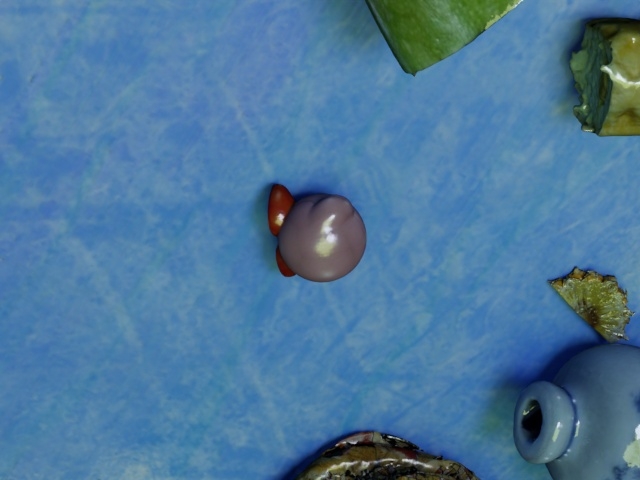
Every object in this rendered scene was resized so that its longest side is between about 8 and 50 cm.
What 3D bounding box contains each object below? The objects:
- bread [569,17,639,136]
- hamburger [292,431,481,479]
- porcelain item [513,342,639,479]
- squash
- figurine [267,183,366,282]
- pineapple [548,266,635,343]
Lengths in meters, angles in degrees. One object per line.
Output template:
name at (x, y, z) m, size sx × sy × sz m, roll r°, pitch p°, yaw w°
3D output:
bread at (0.321, -0.123, 1.278) m, size 0.269 × 0.087 × 0.098 m, roll -2°, pitch 145°, yaw -7°
hamburger at (0.054, 0.273, 1.459) m, size 0.231 × 0.107 × 0.231 m, roll -7°, pitch 119°, yaw -13°
porcelain item at (0.283, 0.157, 1.414) m, size 0.259 × 0.141 × 0.141 m, roll 7°, pitch 118°, yaw -24°
squash at (0.091, -0.199, 1.174) m, size 0.170 × 0.170 × 0.123 m, roll -41°, pitch 102°, yaw 15°
figurine at (0.000, 0.000, 1.317) m, size 0.071 × 0.067 × 0.083 m, roll 0°, pitch 138°, yaw 14°
pineapple at (0.227, 0.049, 1.405) m, size 0.045 × 0.019 × 0.083 m, roll -37°, pitch 115°, yaw 16°
